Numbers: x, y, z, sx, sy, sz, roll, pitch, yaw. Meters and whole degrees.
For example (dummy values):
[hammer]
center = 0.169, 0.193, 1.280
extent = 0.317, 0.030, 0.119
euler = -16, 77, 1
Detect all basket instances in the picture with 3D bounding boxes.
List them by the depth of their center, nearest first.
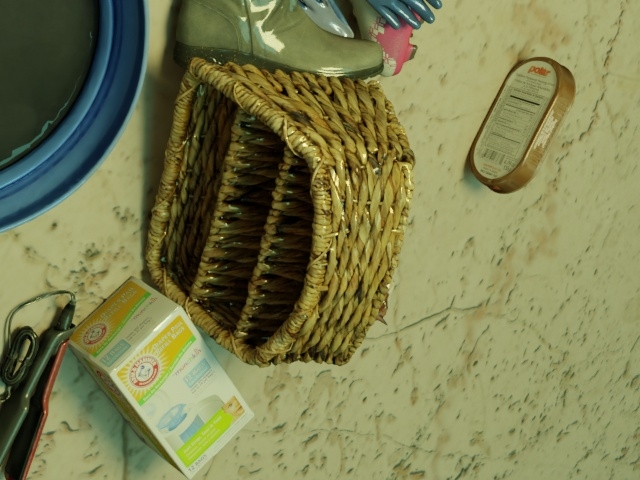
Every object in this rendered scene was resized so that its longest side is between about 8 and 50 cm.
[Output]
[basket]
center = -0.051, -0.013, 1.501
extent = 0.223, 0.213, 0.299
euler = 5, 127, -19

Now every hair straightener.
[hair straightener]
center = -0.325, 0.157, 1.534
extent = 0.089, 0.047, 0.230
euler = 18, 99, -43

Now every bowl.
[bowl]
center = -0.351, -0.183, 1.291
extent = 0.391, 0.077, 0.391
euler = -13, 122, -22

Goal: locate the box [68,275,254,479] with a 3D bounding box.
[box]
center = -0.182, 0.157, 1.619
extent = 0.114, 0.103, 0.203
euler = -43, 131, -18

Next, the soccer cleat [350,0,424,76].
[soccer cleat]
center = 0.049, -0.343, 1.608
extent = 0.143, 0.116, 0.331
euler = -1, 123, -7

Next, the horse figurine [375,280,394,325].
[horse figurine]
center = 0.000, 0.000, 1.733
extent = 0.263, 0.066, 0.174
euler = 13, 95, -44

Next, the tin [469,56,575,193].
[tin]
center = 0.264, -0.153, 1.862
extent = 0.040, 0.106, 0.190
euler = 27, 90, -44

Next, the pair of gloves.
[pair of gloves]
center = 0.035, -0.269, 1.581
extent = 0.198, 0.023, 0.159
euler = -36, 116, 28

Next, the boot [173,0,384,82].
[boot]
center = -0.038, -0.258, 1.528
extent = 0.246, 0.083, 0.161
euler = 3, 110, -16
